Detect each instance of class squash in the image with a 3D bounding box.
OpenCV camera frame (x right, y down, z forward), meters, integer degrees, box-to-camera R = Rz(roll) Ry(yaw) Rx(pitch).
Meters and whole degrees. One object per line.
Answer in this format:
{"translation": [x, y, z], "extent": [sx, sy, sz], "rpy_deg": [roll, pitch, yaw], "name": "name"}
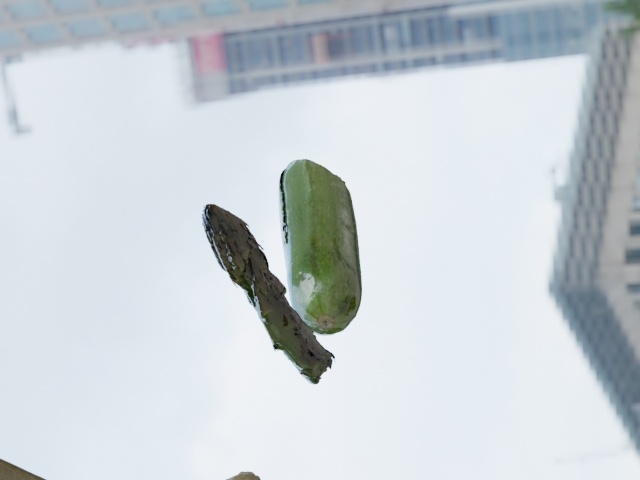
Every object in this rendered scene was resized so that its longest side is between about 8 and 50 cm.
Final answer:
{"translation": [0.000, 0.000, 1.716], "extent": [0.239, 0.069, 0.069], "rpy_deg": [-98, -13, -55], "name": "squash"}

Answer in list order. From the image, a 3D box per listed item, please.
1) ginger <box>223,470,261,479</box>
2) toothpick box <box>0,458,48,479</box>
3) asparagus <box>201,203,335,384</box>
{"translation": [0.007, 0.212, 1.095], "extent": [0.131, 0.295, 0.086], "rpy_deg": [-56, -29, -24], "name": "ginger"}
{"translation": [-0.217, 0.273, 1.408], "extent": [0.308, 0.190, 0.187], "rpy_deg": [64, -132, -71], "name": "toothpick box"}
{"translation": [-0.039, 0.037, 1.405], "extent": [0.036, 0.030, 0.165], "rpy_deg": [-41, -63, -19], "name": "asparagus"}
